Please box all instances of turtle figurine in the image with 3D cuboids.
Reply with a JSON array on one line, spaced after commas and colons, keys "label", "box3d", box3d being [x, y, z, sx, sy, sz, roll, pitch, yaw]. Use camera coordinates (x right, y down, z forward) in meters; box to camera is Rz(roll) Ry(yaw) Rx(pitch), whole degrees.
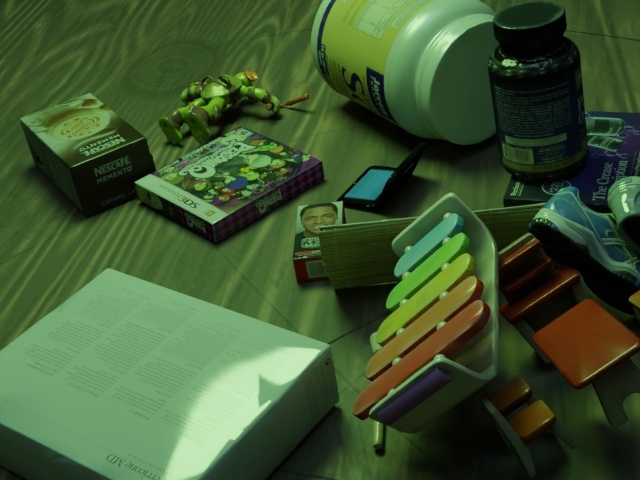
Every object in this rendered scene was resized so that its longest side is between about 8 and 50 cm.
[{"label": "turtle figurine", "box3d": [-0.173, -0.252, 1.943, 0.269, 0.087, 0.217, 13, 39, 30]}]

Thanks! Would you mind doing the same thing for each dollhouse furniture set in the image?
[{"label": "dollhouse furniture set", "box3d": [0.273, 0.094, 1.193, 0.262, 0.135, 0.259, -34, 16, 2]}]

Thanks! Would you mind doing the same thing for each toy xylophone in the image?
[{"label": "toy xylophone", "box3d": [0.113, 0.102, 1.228, 0.236, 0.081, 0.323, -46, 19, 25]}]

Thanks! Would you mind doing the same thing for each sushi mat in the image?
[{"label": "sushi mat", "box3d": [0.158, 0.007, 1.420, 0.316, 0.151, 0.019, -6, 59, 4]}]

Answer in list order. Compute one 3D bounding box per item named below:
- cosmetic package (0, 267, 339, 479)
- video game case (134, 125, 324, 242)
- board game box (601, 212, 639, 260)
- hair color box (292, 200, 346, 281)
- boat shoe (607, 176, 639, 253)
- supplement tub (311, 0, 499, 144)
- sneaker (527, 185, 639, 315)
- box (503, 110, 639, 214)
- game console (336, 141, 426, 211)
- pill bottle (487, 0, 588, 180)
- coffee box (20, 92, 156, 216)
[{"label": "cosmetic package", "box3d": [-0.212, 0.186, 1.282, 0.377, 0.098, 0.284, 16, 39, 34]}, {"label": "video game case", "box3d": [-0.147, -0.097, 1.743, 0.232, 0.042, 0.210, -32, 41, -31]}, {"label": "board game box", "box3d": [0.445, 0.008, 1.394, 0.181, 0.092, 0.043, -5, 34, 7]}, {"label": "hair color box", "box3d": [0.000, 0.000, 1.560, 0.071, 0.043, 0.141, -7, 32, 6]}, {"label": "boat shoe", "box3d": [0.433, 0.014, 1.314, 0.079, 0.227, 0.081, -37, 28, 37]}, {"label": "supplement tub", "box3d": [0.163, -0.310, 1.811, 0.241, 0.241, 0.331, -25, 36, -23]}, {"label": "sneaker", "box3d": [0.355, 0.016, 1.322, 0.081, 0.211, 0.080, -57, 14, -25]}, {"label": "box", "box3d": [0.376, -0.083, 1.545, 0.184, 0.103, 0.261, 2, 35, 21]}, {"label": "game console", "box3d": [0.094, -0.104, 1.673, 0.071, 0.107, 0.122, 34, 46, 9]}, {"label": "pill bottle", "box3d": [0.290, -0.201, 1.451, 0.122, 0.219, 0.123, -10, 32, 6]}, {"label": "coffee box", "box3d": [-0.393, -0.151, 1.833, 0.141, 0.098, 0.246, -26, 37, -23]}]
